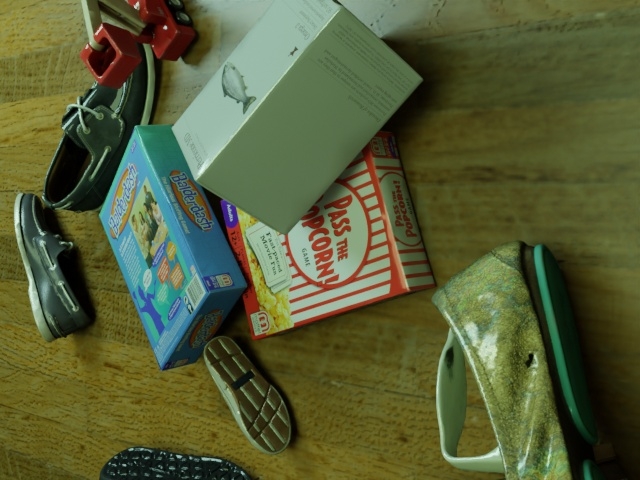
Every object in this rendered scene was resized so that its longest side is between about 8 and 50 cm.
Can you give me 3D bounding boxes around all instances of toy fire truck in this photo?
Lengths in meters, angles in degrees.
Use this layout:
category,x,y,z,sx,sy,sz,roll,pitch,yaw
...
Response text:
category,x,y,z,sx,sy,sz,roll,pitch,yaw
toy fire truck,-0.207,-0.243,0.869,0.047,0.135,0.192,-43,66,33

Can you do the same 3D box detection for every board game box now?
category,x,y,z,sx,sy,sz,roll,pitch,yaw
board game box,0.000,0.000,0.765,0.194,0.045,0.146,-22,78,38
board game box,-0.164,0.007,0.871,0.160,0.047,0.210,-53,56,45

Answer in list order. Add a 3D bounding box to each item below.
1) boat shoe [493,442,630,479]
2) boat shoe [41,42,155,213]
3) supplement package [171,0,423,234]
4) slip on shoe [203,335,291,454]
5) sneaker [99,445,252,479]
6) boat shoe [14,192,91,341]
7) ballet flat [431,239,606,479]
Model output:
category,x,y,z,sx,sy,sz,roll,pitch,yaw
boat shoe,0.143,0.219,0.636,0.207,0.073,0.073,-30,67,36
boat shoe,-0.258,-0.134,0.956,0.084,0.079,0.233,41,115,33
supplement package,-0.024,-0.115,0.695,0.179,0.105,0.105,-49,38,12
slip on shoe,-0.075,0.160,0.840,0.135,0.051,0.041,50,161,18
sneaker,-0.145,0.291,0.895,0.235,0.084,0.097,5,119,41
boat shoe,-0.344,0.027,1.059,0.065,0.075,0.206,-17,71,-4
ballet flat,0.138,0.154,0.539,0.123,0.123,0.348,-39,39,34
